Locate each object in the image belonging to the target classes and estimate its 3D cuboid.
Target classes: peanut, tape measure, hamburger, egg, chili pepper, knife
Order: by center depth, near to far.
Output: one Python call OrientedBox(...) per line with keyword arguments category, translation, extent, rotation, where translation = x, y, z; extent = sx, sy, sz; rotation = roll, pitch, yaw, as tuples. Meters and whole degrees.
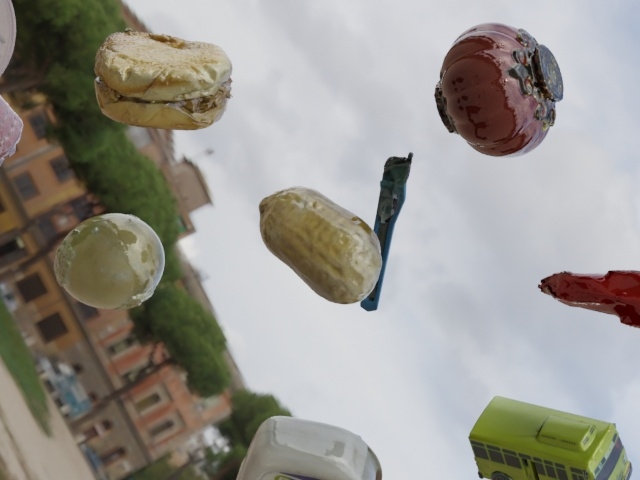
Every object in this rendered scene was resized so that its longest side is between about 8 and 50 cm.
OrientedBox(category="peanut", translation=(0.000, 0.000, 1.611), extent=(0.224, 0.129, 0.129), rotation=(42, -22, 21))
OrientedBox(category="hamburger", translation=(-0.230, -0.238, 1.621), extent=(0.214, 0.214, 0.108), rotation=(46, -47, 45))
OrientedBox(category="knife", translation=(0.103, -0.009, 1.756), extent=(0.026, 0.044, 0.296), rotation=(-72, 172, -61))
OrientedBox(category="egg", translation=(-0.341, 0.036, 1.789), extent=(0.201, 0.164, 0.164), rotation=(-7, -66, 40))
OrientedBox(category="chili pepper", translation=(0.567, 0.103, 1.902), extent=(0.388, 0.110, 0.110), rotation=(6, -44, 19))
OrientedBox(category="tape measure", translation=(-0.014, 0.433, 1.949), extent=(0.130, 0.258, 0.265), rotation=(-73, -176, -51))

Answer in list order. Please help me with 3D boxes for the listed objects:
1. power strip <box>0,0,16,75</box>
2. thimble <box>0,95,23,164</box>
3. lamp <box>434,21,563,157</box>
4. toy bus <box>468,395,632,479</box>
OrientedBox(category="power strip", translation=(-0.357, -0.194, 0.987), extent=(0.078, 0.154, 0.154), rotation=(11, -52, 60))
OrientedBox(category="thimble", translation=(-0.598, -0.178, 1.821), extent=(0.125, 0.189, 0.163), rotation=(59, -2, -37))
OrientedBox(category="lamp", translation=(0.287, -0.244, 1.810), extent=(0.227, 0.227, 0.227), rotation=(54, -17, 26))
OrientedBox(category="toy bus", translation=(0.412, 0.381, 1.983), extent=(0.262, 0.128, 0.150), rotation=(8, -48, 39))
